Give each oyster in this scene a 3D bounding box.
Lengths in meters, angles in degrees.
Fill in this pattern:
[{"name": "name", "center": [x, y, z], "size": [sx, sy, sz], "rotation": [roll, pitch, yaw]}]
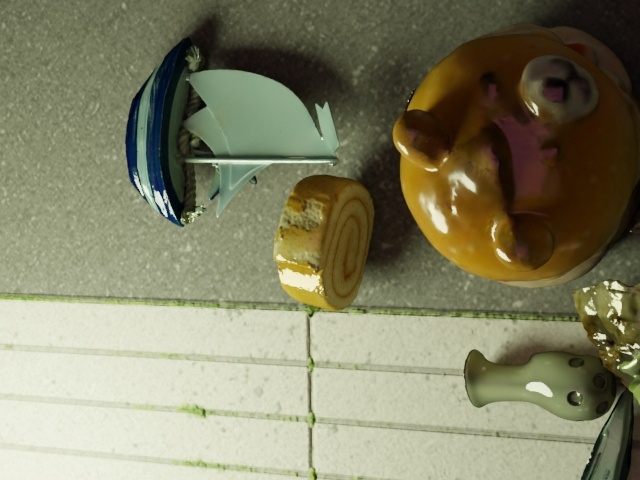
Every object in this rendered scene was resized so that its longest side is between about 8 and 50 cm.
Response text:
[{"name": "oyster", "center": [0.348, 0.133, 1.407], "size": [0.233, 0.161, 0.107], "rotation": [42, 79, -2]}]

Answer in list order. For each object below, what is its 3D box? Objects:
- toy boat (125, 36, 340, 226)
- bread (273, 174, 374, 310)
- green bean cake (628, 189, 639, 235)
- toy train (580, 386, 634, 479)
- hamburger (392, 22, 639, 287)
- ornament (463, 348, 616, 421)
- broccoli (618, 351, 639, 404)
[{"name": "toy boat", "center": [-0.114, -0.105, 1.628], "size": [0.291, 0.070, 0.210], "rotation": [27, 103, 28]}, {"name": "bread", "center": [0.000, 0.000, 1.565], "size": [0.073, 0.122, 0.149], "rotation": [13, 90, 30]}, {"name": "green bean cake", "center": [0.418, -0.109, 1.372], "size": [0.198, 0.097, 0.233], "rotation": [7, 98, 25]}, {"name": "toy train", "center": [0.297, 0.275, 1.484], "size": [0.048, 0.055, 0.252], "rotation": [24, 104, 22]}, {"name": "hamburger", "center": [0.196, -0.086, 1.407], "size": [0.276, 0.237, 0.276], "rotation": [3, 97, 23]}, {"name": "ornament", "center": [0.239, 0.151, 1.495], "size": [0.156, 0.081, 0.075], "rotation": [0, 137, 28]}, {"name": "broccoli", "center": [0.421, 0.055, 1.195], "size": [0.302, 0.249, 0.375], "rotation": [99, 160, -44]}]
